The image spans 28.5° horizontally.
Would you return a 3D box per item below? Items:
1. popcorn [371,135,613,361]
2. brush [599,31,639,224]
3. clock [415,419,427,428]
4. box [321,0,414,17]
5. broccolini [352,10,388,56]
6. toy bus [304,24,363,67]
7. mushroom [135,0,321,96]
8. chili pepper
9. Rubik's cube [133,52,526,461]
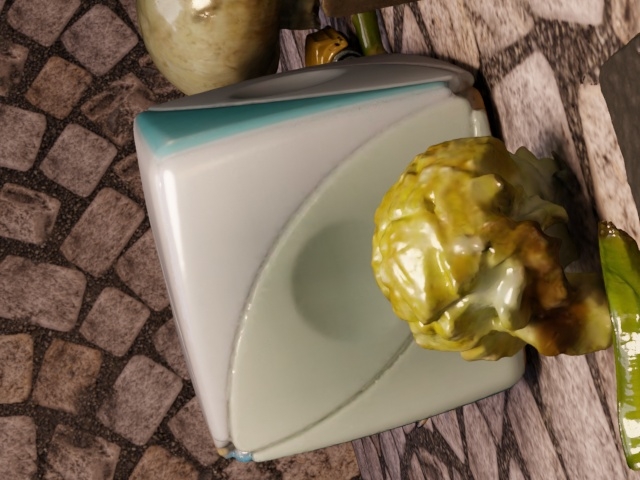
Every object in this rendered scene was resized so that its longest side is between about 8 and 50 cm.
[{"bbox_3d":[0.149,0.016,1.040,0.212,0.198,0.198,37,150,34],"label":"popcorn"},{"bbox_3d":[0.218,-0.072,0.692,0.197,0.059,0.123,115,139,-79],"label":"brush"},{"bbox_3d":[0.135,0.156,1.747,0.170,0.069,0.232,-112,10,-45],"label":"clock"},{"bbox_3d":[0.066,-0.306,0.899,0.273,0.184,0.143,90,165,-63],"label":"box"},{"bbox_3d":[0.031,-0.349,1.615,0.074,0.078,0.392,-10,-97,-56],"label":"broccolini"},{"bbox_3d":[0.018,-0.140,1.851,0.121,0.123,0.336,-119,16,-62],"label":"toy bus"},{"bbox_3d":[-0.125,-0.357,1.713,0.352,0.260,0.352,180,90,-86],"label":"mushroom"},{"bbox_3d":[0.232,0.074,0.922,0.052,0.050,0.202,21,126,62],"label":"chili pepper"},{"bbox_3d":[0.000,0.000,1.360,0.352,0.351,0.347,-121,18,-74],"label":"Rubik's cube"}]
